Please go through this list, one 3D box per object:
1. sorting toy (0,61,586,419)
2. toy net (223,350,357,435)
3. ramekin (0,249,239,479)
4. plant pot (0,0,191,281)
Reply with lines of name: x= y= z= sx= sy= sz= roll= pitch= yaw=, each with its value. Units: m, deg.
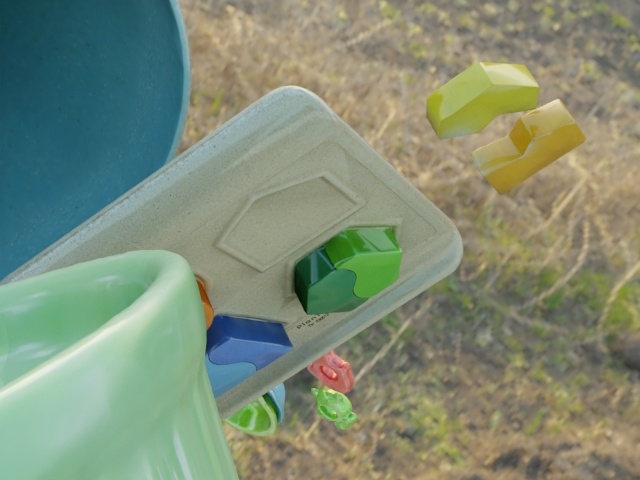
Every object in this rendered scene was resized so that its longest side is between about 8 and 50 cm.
sorting toy: x=0.000 y=0.000 z=0.773 sx=0.229 sy=0.307 sz=0.041 roll=38 pitch=21 yaw=-56
toy net: x=-0.045 y=0.067 z=1.002 sx=0.122 sy=0.232 sz=0.045 roll=17 pitch=53 yaw=27
ramekin: x=-0.156 y=0.128 z=0.422 sx=0.303 sy=0.303 sz=0.148 roll=-29 pitch=102 yaw=-42
plant pot: x=-0.239 y=-0.119 z=0.775 sx=0.290 sy=0.290 sz=0.195 roll=4 pitch=32 yaw=-26
